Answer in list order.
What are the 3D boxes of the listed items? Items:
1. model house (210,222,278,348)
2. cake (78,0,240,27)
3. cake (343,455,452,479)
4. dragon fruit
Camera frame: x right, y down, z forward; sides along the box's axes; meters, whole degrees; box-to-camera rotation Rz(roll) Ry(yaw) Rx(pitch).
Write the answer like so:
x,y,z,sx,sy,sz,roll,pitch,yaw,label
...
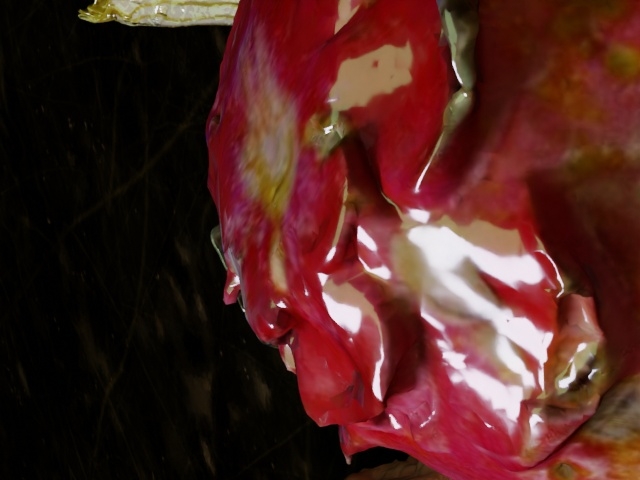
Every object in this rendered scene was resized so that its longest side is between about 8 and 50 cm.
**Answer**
x,y,z,sx,sy,sz,roll,pitch,yaw,label
-0.003,-0.006,1.191,0.165,0.152,0.106,66,151,17,model house
-0.112,-0.196,1.380,0.185,0.116,0.079,-138,39,-61,cake
-0.021,0.306,1.241,0.314,0.307,0.293,147,107,-67,cake
0.077,-0.046,0.790,0.371,0.249,0.386,95,164,-51,dragon fruit
